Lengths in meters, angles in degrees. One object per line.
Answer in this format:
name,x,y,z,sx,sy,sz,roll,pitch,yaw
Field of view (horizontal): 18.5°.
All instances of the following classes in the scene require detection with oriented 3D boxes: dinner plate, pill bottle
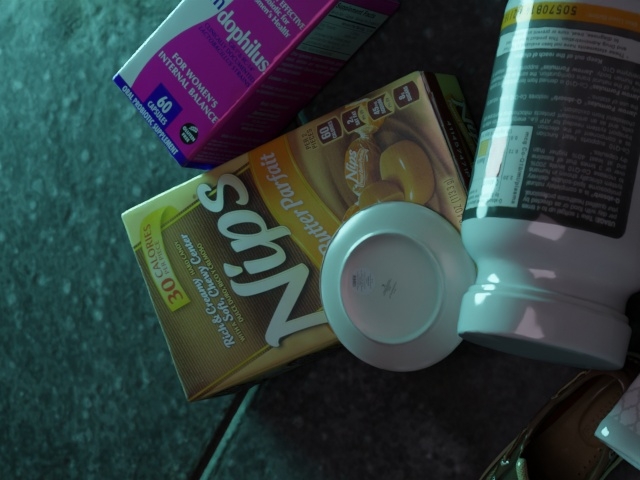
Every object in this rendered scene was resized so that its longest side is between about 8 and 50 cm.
dinner plate,0.061,0.038,1.607,0.141,0.017,0.141,2,94,26
pill bottle,0.197,-0.048,1.523,0.162,0.162,0.278,9,81,27

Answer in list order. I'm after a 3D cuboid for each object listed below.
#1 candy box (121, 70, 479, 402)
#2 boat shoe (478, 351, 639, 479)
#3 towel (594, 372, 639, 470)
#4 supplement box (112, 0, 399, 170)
candy box,0.000,0.000,1.691,0.316,0.087,0.183,-24,80,24
boat shoe,0.178,0.193,1.596,0.095,0.095,0.257,39,106,22
towel,0.384,0.093,1.394,0.317,0.053,0.332,-56,41,5
supplement box,-0.056,-0.173,1.709,0.220,0.114,0.111,-46,70,18
